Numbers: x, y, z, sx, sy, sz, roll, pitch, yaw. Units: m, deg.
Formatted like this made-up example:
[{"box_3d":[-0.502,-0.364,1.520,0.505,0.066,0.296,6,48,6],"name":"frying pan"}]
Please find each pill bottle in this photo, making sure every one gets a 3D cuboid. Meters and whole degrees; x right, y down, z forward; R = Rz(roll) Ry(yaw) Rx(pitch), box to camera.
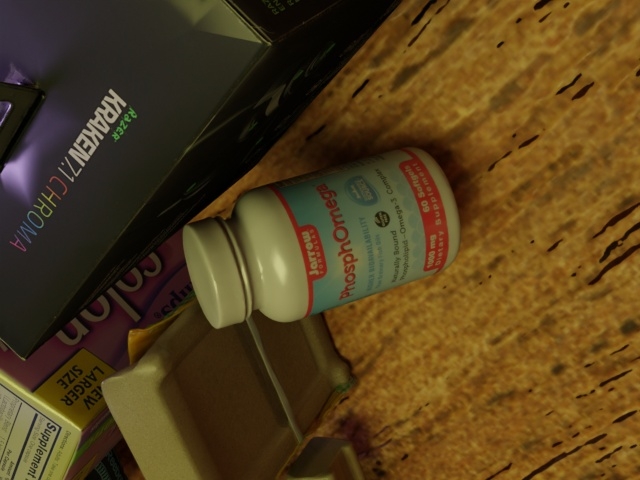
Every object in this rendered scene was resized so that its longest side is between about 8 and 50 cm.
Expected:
[{"box_3d":[0.000,0.000,0.569,0.087,0.160,0.087,163,90,-71],"name":"pill bottle"}]

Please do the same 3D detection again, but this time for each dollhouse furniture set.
[{"box_3d":[-0.078,0.158,0.685,0.151,0.197,0.302,-6,115,31],"name":"dollhouse furniture set"}]

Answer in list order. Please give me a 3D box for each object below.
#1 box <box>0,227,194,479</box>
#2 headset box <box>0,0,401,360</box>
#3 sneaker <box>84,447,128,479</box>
[{"box_3d":[-0.223,0.043,0.682,0.243,0.213,0.117,35,127,6],"name":"box"},{"box_3d":[-0.081,-0.100,0.484,0.131,0.283,0.246,44,129,-2],"name":"headset box"},{"box_3d":[-0.341,0.229,0.911,0.340,0.125,0.140,-9,120,34],"name":"sneaker"}]
